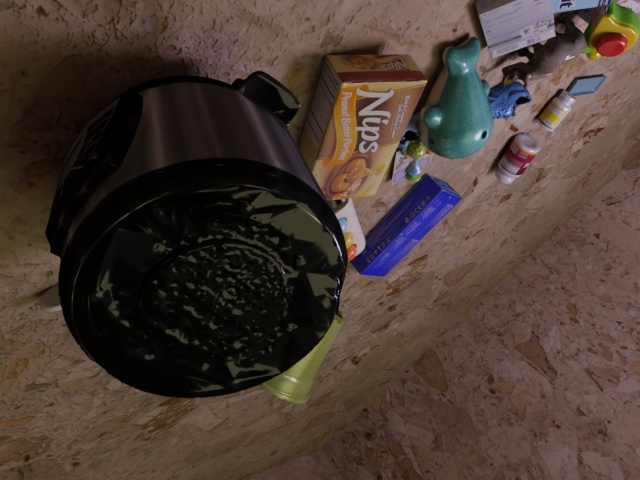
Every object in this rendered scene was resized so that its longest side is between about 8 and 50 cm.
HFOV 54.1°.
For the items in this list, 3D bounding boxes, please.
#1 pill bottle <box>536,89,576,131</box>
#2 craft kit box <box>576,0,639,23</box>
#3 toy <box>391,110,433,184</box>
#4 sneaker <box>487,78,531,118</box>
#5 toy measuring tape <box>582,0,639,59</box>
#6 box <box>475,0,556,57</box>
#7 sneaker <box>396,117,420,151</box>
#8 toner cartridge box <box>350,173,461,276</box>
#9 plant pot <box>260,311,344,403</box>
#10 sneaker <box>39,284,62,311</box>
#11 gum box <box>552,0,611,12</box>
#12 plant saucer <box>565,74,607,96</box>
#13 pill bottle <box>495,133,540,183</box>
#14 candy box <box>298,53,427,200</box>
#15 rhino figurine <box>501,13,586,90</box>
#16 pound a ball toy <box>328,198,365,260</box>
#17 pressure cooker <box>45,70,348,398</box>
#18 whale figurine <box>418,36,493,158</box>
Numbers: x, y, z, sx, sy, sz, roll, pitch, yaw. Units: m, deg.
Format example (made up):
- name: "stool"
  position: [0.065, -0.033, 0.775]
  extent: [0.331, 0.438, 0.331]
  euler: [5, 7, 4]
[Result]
- name: "pill bottle"
  position: [0.719, -0.394, 1.905]
  extent: [0.065, 0.065, 0.116]
  euler: [-10, 144, -46]
- name: "craft kit box"
  position: [0.783, -0.668, 1.543]
  extent: [0.250, 0.061, 0.246]
  euler: [-23, 149, -30]
- name: "toy"
  position: [0.255, -0.230, 1.566]
  extent: [0.137, 0.056, 0.237]
  euler: [-29, 154, -21]
- name: "sneaker"
  position: [0.451, -0.342, 1.613]
  extent: [0.209, 0.082, 0.069]
  euler: [-30, 156, -15]
- name: "toy measuring tape"
  position: [0.703, -0.525, 1.451]
  extent: [0.121, 0.121, 0.330]
  euler: [-34, 162, -10]
- name: "box"
  position: [0.416, -0.469, 1.329]
  extent: [0.145, 0.038, 0.186]
  euler: [-16, 162, 20]
- name: "sneaker"
  position: [0.155, -0.231, 1.405]
  extent: [0.162, 0.073, 0.063]
  euler: [-24, 152, -19]
- name: "toner cartridge box"
  position: [0.249, -0.037, 1.865]
  extent: [0.348, 0.075, 0.165]
  euler: [-47, 155, 19]
- name: "plant pot"
  position: [-0.073, 0.273, 1.777]
  extent: [0.254, 0.276, 0.276]
  euler: [-54, 153, 7]
- name: "sneaker"
  position: [-0.449, 0.112, 1.189]
  extent: [0.152, 0.058, 0.084]
  euler: [-30, 146, -33]
- name: "gum box"
  position: [0.515, -0.541, 1.294]
  extent: [0.184, 0.041, 0.157]
  euler: [-5, 156, 9]
- name: "plant saucer"
  position: [0.826, -0.483, 1.957]
  extent: [0.192, 0.018, 0.067]
  euler: [-18, 148, -39]
- name: "pill bottle"
  position: [0.617, -0.255, 1.980]
  extent: [0.086, 0.086, 0.152]
  euler: [-20, 150, -35]
- name: "candy box"
  position: [0.065, -0.216, 1.254]
  extent: [0.183, 0.087, 0.316]
  euler: [-9, 144, -25]
- name: "rhino figurine"
  position: [0.537, -0.445, 1.522]
  extent: [0.243, 0.106, 0.073]
  euler: [-36, 155, -7]
- name: "pound a ball toy"
  position: [0.000, 0.000, 1.518]
  extent: [0.208, 0.136, 0.319]
  euler: [-36, 155, -5]
- name: "pressure cooker"
  position: [-0.184, -0.031, 0.918]
  extent: [0.370, 0.420, 0.375]
  euler: [-12, 127, -10]
- name: "whale figurine"
  position: [0.320, -0.306, 1.402]
  extent: [0.216, 0.141, 0.272]
  euler: [-29, 139, -29]
